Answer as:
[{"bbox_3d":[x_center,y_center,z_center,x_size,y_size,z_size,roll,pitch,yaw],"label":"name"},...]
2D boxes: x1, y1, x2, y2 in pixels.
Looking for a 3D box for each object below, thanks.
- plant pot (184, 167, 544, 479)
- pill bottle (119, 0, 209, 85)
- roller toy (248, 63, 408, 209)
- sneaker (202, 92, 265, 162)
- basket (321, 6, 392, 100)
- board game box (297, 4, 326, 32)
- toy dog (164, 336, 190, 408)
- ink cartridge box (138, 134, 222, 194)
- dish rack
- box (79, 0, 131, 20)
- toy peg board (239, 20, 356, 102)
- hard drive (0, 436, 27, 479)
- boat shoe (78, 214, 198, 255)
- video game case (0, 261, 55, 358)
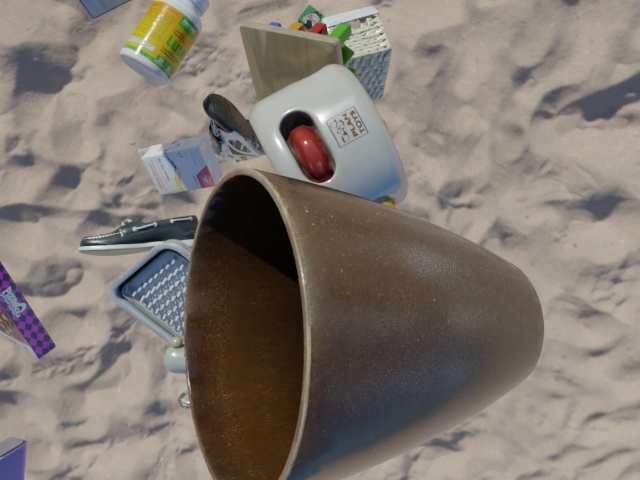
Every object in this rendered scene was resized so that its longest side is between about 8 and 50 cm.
[{"bbox_3d":[0.043,0.064,0.467,0.230,0.215,0.215,2,114,-28],"label":"plant pot"},{"bbox_3d":[-0.387,-0.531,1.618,0.136,0.136,0.245,32,81,-16],"label":"pill bottle"},{"bbox_3d":[0.016,-0.106,0.775,0.146,0.209,0.191,-28,131,1],"label":"roller toy"},{"bbox_3d":[-0.273,-0.304,1.858,0.146,0.122,0.330,-25,155,14],"label":"sneaker"},{"bbox_3d":[0.066,-0.348,1.234,0.113,0.103,0.167,-17,156,-9],"label":"basket"},{"bbox_3d":[0.030,-0.421,1.499,0.213,0.317,0.046,35,88,-7],"label":"board game box"},{"bbox_3d":[-0.195,0.230,1.458,0.334,0.220,0.161,-13,114,-14],"label":"toy dog"},{"bbox_3d":[-0.360,-0.182,1.589,0.198,0.067,0.115,-8,124,18],"label":"ink cartridge box"},{"bbox_3d":[-0.329,0.148,1.600,0.285,0.072,0.333,-35,114,31],"label":"dish rack"},{"bbox_3d":[-0.496,-0.702,1.598,0.290,0.087,0.169,-25,141,2],"label":"box"},{"bbox_3d":[-0.020,-0.259,0.962,0.161,0.079,0.161,19,144,25],"label":"toy peg board"},{"bbox_3d":[-0.585,0.521,1.061,0.040,0.210,0.318,10,99,15],"label":"hard drive"},{"bbox_3d":[-0.460,-0.014,1.629,0.302,0.114,0.091,-4,83,-23],"label":"boat shoe"},{"bbox_3d":[-0.562,0.079,1.070,0.210,0.042,0.232,12,132,40],"label":"video game case"}]
